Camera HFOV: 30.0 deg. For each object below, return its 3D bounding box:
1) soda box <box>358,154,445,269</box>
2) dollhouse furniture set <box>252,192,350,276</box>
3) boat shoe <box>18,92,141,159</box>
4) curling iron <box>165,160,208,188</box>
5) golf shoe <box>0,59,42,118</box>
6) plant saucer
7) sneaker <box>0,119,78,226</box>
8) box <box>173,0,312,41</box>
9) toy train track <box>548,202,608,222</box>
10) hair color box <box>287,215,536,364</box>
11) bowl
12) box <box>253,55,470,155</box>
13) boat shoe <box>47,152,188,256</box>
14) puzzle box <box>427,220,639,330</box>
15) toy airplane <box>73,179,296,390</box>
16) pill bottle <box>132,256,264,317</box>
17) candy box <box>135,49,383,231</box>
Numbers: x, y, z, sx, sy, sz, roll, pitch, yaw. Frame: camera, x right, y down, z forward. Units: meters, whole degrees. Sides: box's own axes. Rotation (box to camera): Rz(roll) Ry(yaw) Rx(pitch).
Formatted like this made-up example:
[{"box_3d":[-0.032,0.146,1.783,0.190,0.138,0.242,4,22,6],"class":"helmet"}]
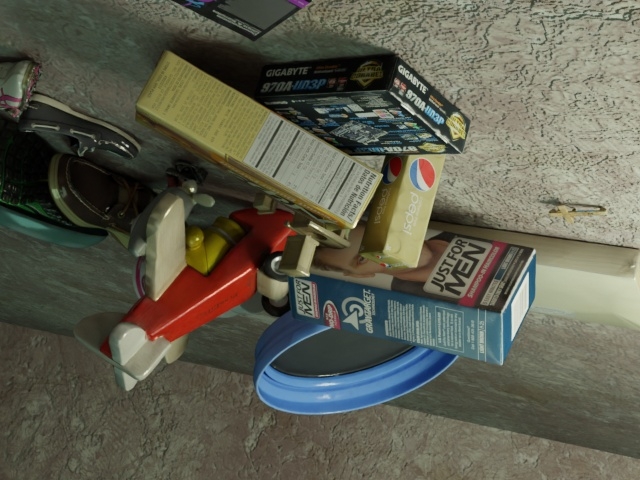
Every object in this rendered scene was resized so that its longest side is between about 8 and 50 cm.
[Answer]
[{"box_3d":[0.110,-0.056,1.582,0.061,0.181,0.058,25,162,-30],"class":"soda box"},{"box_3d":[-0.033,-0.021,1.841,0.161,0.182,0.101,-1,156,46],"class":"dollhouse furniture set"},{"box_3d":[-0.389,-0.166,1.916,0.206,0.065,0.075,25,162,-27],"class":"boat shoe"},{"box_3d":[-0.242,-0.084,2.101,0.068,0.035,0.274,18,164,-5],"class":"curling iron"},{"box_3d":[-0.468,-0.231,1.773,0.086,0.067,0.186,24,163,-21],"class":"golf shoe"},{"box_3d":[-0.570,-0.051,2.327,0.317,0.044,0.317,23,-175,-2],"class":"plant saucer"},{"box_3d":[-0.552,-0.114,2.131,0.146,0.134,0.343,9,163,27],"class":"sneaker"},{"box_3d":[-0.088,-0.276,1.317,0.116,0.029,0.162,24,161,-22],"class":"box"},{"box_3d":[0.364,-0.043,1.685,0.083,0.014,0.048,0,151,31],"class":"toy train track"},{"box_3d":[0.140,0.066,1.839,0.347,0.174,0.105,10,128,23],"class":"hair color box"},{"box_3d":[0.065,0.197,2.169,0.391,0.077,0.391,-12,150,-7],"class":"bowl"},{"box_3d":[0.051,-0.165,1.510,0.220,0.051,0.175,2,159,41],"class":"box"},{"box_3d":[-0.354,-0.069,2.150,0.123,0.123,0.342,-10,152,23],"class":"boat shoe"},{"box_3d":[0.337,0.055,1.969,0.409,0.052,0.272,9,163,24],"class":"puzzle box"},{"box_3d":[-0.255,0.068,2.038,0.272,0.386,0.384,52,-157,23],"class":"toy airplane"},{"box_3d":[-0.228,0.072,2.386,0.283,0.160,0.160,1,158,41],"class":"pill bottle"},{"box_3d":[-0.087,-0.123,1.571,0.316,0.088,0.183,29,176,-7],"class":"candy box"}]
